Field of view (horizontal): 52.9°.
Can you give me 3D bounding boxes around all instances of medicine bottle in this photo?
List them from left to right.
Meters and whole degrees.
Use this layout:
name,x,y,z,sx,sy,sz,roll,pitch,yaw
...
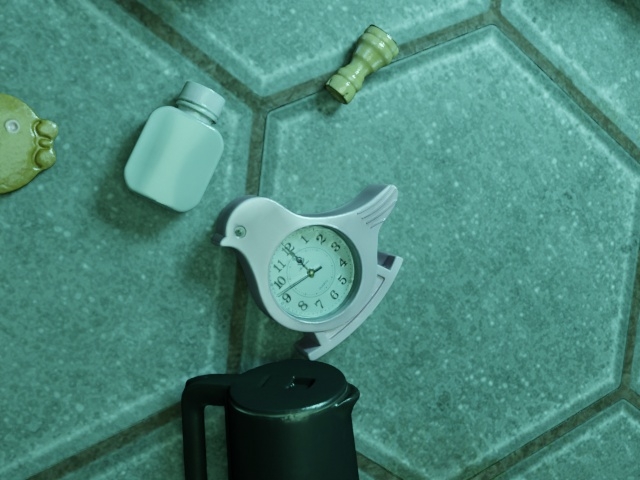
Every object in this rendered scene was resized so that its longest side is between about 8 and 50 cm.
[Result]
name,x,y,z,sx,sy,sz,roll,pitch,yaw
medicine bottle,-0.207,-0.139,0.951,0.119,0.069,0.183,25,87,-15

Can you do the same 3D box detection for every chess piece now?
name,x,y,z,sx,sy,sz,roll,pitch,yaw
chess piece,0.062,-0.280,1.036,0.066,0.066,0.122,43,87,-16

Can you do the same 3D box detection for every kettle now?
name,x,y,z,sx,sy,sz,roll,pitch,yaw
kettle,-0.059,0.347,0.979,0.203,0.262,0.308,-17,107,-42

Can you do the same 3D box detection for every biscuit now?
name,x,y,z,sx,sy,sz,roll,pitch,yaw
biscuit,-0.489,-0.153,0.876,0.248,0.035,0.184,30,85,-19

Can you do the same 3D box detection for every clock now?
name,x,y,z,sx,sy,sz,roll,pitch,yaw
clock,0.000,0.000,1.026,0.290,0.080,0.275,-44,106,-11
